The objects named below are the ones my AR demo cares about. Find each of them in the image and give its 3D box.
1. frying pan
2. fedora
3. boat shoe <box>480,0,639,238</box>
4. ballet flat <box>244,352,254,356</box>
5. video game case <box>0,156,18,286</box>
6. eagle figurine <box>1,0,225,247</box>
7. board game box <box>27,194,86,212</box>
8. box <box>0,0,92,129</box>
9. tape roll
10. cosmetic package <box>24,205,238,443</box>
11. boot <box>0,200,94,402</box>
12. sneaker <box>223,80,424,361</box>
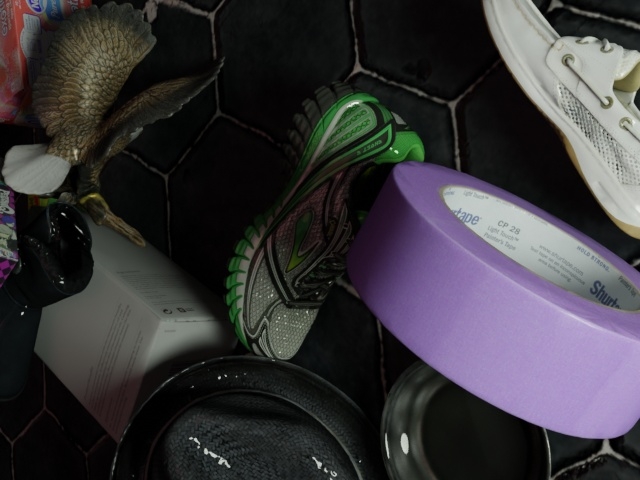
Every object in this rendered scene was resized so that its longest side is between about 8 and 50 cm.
[{"bbox_3d":[0.190,0.247,0.773,0.326,0.053,0.197,40,114,33],"label":"frying pan"},{"bbox_3d":[-0.063,0.264,0.817,0.152,0.334,0.334,109,145,-69],"label":"fedora"},{"bbox_3d":[0.250,-0.139,0.709,0.096,0.098,0.277,-40,73,33],"label":"boat shoe"},{"bbox_3d":[-0.065,0.209,0.996,0.057,0.052,0.168,-53,57,27],"label":"ballet flat"},{"bbox_3d":[-0.489,0.029,1.079,0.232,0.042,0.210,-50,42,24],"label":"video game case"},{"bbox_3d":[-0.301,-0.178,1.122,0.298,0.226,0.225,-62,22,19],"label":"eagle figurine"},{"bbox_3d":[-0.436,-0.041,1.302,0.043,0.092,0.181,-8,83,41],"label":"board game box"},{"bbox_3d":[-0.483,-0.352,1.316,0.142,0.154,0.299,-20,76,39],"label":"box"},{"bbox_3d":[0.163,0.039,0.655,0.275,0.275,0.090,41,114,34],"label":"tape roll"},{"bbox_3d":[-0.302,0.109,1.139,0.366,0.155,0.196,34,110,38],"label":"cosmetic package"},{"bbox_3d":[-0.394,0.085,1.055,0.207,0.094,0.246,-18,67,41],"label":"boot"},{"bbox_3d":[0.000,0.000,0.895,0.146,0.134,0.343,35,113,31],"label":"sneaker"}]
